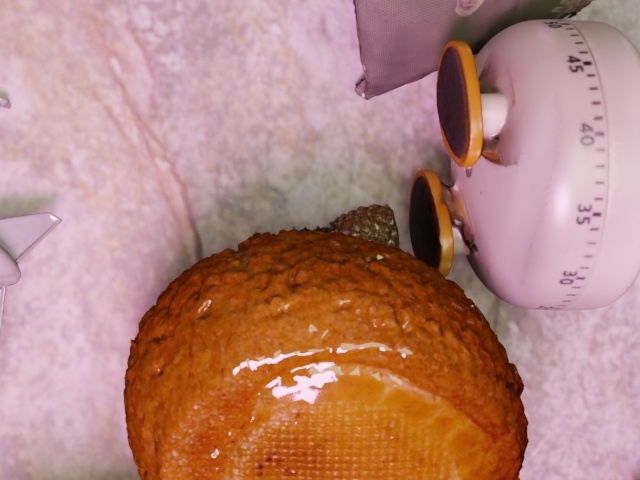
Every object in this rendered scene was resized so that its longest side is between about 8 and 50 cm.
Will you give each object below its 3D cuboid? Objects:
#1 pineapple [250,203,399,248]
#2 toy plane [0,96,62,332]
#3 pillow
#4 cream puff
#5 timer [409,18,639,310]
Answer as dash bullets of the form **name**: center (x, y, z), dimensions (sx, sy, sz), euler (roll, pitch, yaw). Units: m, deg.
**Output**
- **pineapple**: center (0.000, 0.000, 1.228), dimensions (0.124, 0.058, 0.058), euler (-3, 92, -10)
- **toy plane**: center (-0.329, -0.023, 1.116), dimensions (0.255, 0.101, 0.251), euler (26, 73, -14)
- **pillow**: center (0.138, -0.196, 1.208), dimensions (0.255, 0.169, 0.059), euler (-25, 62, -12)
- **cream puff**: center (-0.002, 0.116, 1.145), dimensions (0.303, 0.212, 0.303), euler (-2, 127, -2)
- **timer**: center (0.205, -0.061, 1.188), dimensions (0.240, 0.233, 0.233), euler (0, 92, -12)
